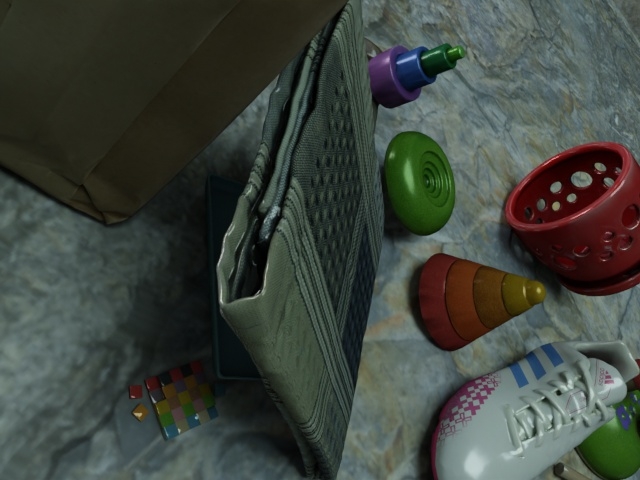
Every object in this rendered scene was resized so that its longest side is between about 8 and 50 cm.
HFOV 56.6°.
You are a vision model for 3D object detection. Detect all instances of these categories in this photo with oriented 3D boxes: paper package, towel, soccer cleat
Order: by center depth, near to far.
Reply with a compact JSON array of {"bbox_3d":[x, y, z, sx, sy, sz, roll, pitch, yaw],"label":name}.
[{"bbox_3d":[-0.108,-0.229,0.444,0.168,0.309,0.324,31,50,-28],"label":"paper package"},{"bbox_3d":[0.000,0.000,0.485,0.324,0.056,0.312,77,22,-51],"label":"towel"},{"bbox_3d":[0.251,0.184,0.667,0.331,0.143,0.116,-19,82,-45],"label":"soccer cleat"}]

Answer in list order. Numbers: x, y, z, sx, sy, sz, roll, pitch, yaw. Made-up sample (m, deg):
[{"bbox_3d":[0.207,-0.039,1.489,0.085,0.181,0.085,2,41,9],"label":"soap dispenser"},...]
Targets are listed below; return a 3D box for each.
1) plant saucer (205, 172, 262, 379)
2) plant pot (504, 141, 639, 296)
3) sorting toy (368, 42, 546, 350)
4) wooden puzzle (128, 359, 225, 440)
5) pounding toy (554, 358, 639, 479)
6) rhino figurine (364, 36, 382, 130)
[{"bbox_3d":[-0.075,0.032,0.542,0.067,0.018,0.192,16,59,-43],"label":"plant saucer"},{"bbox_3d":[0.400,-0.023,0.887,0.174,0.191,0.191,51,44,-21],"label":"plant pot"},{"bbox_3d":[0.163,-0.053,0.675,0.127,0.126,0.365,-22,98,-48],"label":"sorting toy"},{"bbox_3d":[-0.110,0.126,0.472,0.083,0.006,0.049,-14,78,-45],"label":"wooden puzzle"},{"bbox_3d":[0.424,0.252,0.812,0.183,0.110,0.236,42,46,-17],"label":"pounding toy"},{"bbox_3d":[0.026,-0.155,0.696,0.106,0.073,0.243,36,51,-29],"label":"rhino figurine"}]
